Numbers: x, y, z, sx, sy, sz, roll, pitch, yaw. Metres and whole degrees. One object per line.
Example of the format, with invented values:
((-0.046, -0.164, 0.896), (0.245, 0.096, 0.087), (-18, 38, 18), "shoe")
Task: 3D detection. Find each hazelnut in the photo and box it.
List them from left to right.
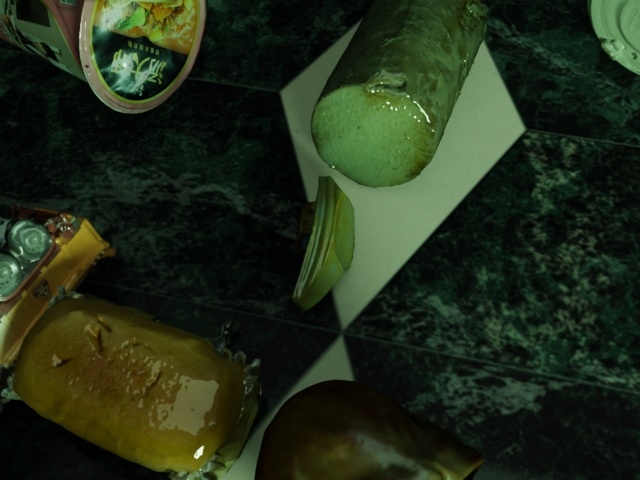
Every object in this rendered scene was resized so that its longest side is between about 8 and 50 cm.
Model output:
((0.048, 0.234, 0.668), (0.217, 0.217, 0.251), (-30, 66, -14), "hazelnut")

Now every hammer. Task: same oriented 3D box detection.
((-0.198, 0.096, 0.879), (0.201, 0.021, 0.078), (18, 61, 14), "hammer")

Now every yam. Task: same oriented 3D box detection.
((0.103, -0.211, 0.974), (0.161, 0.161, 0.268), (18, 59, 14), "yam")

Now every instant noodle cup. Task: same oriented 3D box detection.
((-0.318, -0.317, 1.038), (0.255, 0.244, 0.244), (23, 62, 24), "instant noodle cup")

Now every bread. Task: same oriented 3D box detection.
((-0.186, 0.147, 0.786), (0.241, 0.107, 0.136), (19, 74, 14), "bread")

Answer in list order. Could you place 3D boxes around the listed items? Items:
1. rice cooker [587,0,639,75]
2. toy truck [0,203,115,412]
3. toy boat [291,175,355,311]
((0.483, -0.336, 0.990), (0.226, 0.226, 0.244), (33, 64, 21), "rice cooker")
((-0.355, 0.073, 0.832), (0.114, 0.135, 0.270), (9, 53, 34), "toy truck")
((0.000, 0.000, 0.904), (0.066, 0.065, 0.172), (-8, 55, 25), "toy boat")
